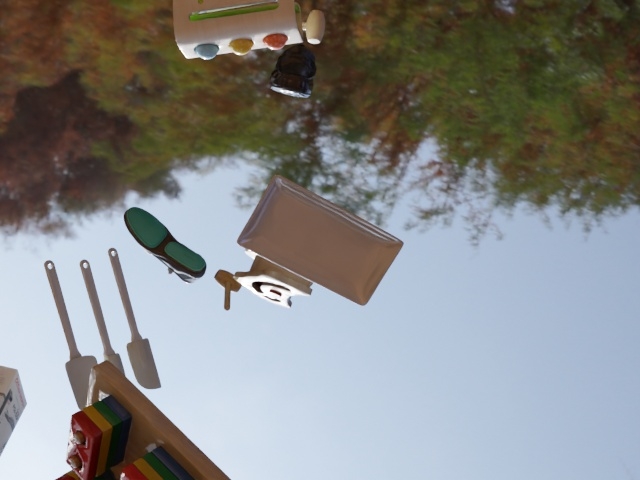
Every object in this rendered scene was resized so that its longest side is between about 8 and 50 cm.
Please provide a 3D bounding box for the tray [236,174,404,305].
[{"bbox_3d":[0.000,0.000,1.640,0.145,0.270,0.030,-59,-163,11],"label":"tray"}]

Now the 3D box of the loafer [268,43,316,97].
[{"bbox_3d":[-0.045,-0.293,1.579,0.223,0.076,0.078,-92,-164,-72],"label":"loafer"}]

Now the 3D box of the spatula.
[{"bbox_3d":[-0.345,0.135,1.452,0.019,0.168,0.242,-21,-97,43],"label":"spatula"}]

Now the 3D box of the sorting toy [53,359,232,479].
[{"bbox_3d":[-0.244,0.333,1.178,0.257,0.089,0.256,37,-51,25],"label":"sorting toy"}]

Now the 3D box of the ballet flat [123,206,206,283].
[{"bbox_3d":[-0.316,0.016,1.845,0.203,0.074,0.074,37,-71,7],"label":"ballet flat"}]

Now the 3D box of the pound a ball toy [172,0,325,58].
[{"bbox_3d":[-0.153,-0.476,2.109,0.319,0.208,0.136,-6,-102,6],"label":"pound a ball toy"}]

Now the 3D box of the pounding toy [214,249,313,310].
[{"bbox_3d":[-0.105,0.106,1.935,0.269,0.154,0.155,-7,-124,56],"label":"pounding toy"}]

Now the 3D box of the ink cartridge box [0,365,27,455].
[{"bbox_3d":[-0.516,0.275,1.443,0.099,0.056,0.135,95,8,-45],"label":"ink cartridge box"}]
